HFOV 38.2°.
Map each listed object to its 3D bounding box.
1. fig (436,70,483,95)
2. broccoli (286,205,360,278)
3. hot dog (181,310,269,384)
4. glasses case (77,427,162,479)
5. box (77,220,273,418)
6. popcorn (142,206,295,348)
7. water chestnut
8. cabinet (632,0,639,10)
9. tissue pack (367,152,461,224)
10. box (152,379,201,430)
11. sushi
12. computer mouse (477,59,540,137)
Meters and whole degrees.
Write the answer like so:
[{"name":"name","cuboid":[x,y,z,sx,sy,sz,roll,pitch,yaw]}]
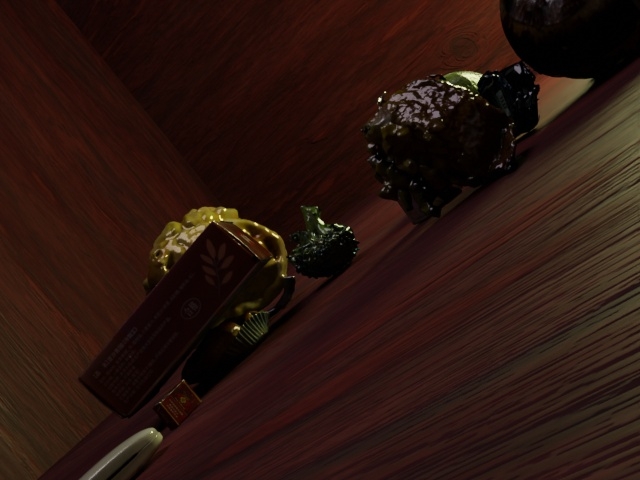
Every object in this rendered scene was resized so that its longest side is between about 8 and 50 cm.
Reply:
[{"name":"fig","cuboid":[0.329,-0.243,1.913,0.203,0.203,0.235,-40,42,-21]},{"name":"broccoli","cuboid":[0.000,0.000,1.919,0.154,0.160,0.167,-12,-9,0]},{"name":"hot dog","cuboid":[-0.196,0.209,1.854,0.162,0.082,0.270,-39,1,-36]},{"name":"glasses case","cuboid":[-0.317,0.352,1.370,0.204,0.051,0.081,-41,2,-32]},{"name":"box","cuboid":[-0.271,0.143,1.830,0.385,0.122,0.344,-50,0,1]},{"name":"popcorn","cuboid":[-0.228,0.097,2.164,0.382,0.349,0.349,9,32,30]},{"name":"water chestnut","cuboid":[0.470,-0.402,1.636,0.300,0.300,0.300,-39,3,2]},{"name":"cabinet","cuboid":[0.493,-0.376,1.235,0.215,0.175,0.148,-37,3,20]},{"name":"tissue pack","cuboid":[0.170,-0.120,1.647,0.108,0.148,0.060,-40,7,-31]},{"name":"box","cuboid":[-0.245,0.281,1.587,0.023,0.051,0.082,-36,4,32]},{"name":"sushi","cuboid":[0.185,-0.152,1.489,0.179,0.296,0.167,-58,-25,-24]},{"name":"computer mouse","cuboid":[0.350,-0.250,1.681,0.078,0.146,0.242,-20,-4,-11]}]
